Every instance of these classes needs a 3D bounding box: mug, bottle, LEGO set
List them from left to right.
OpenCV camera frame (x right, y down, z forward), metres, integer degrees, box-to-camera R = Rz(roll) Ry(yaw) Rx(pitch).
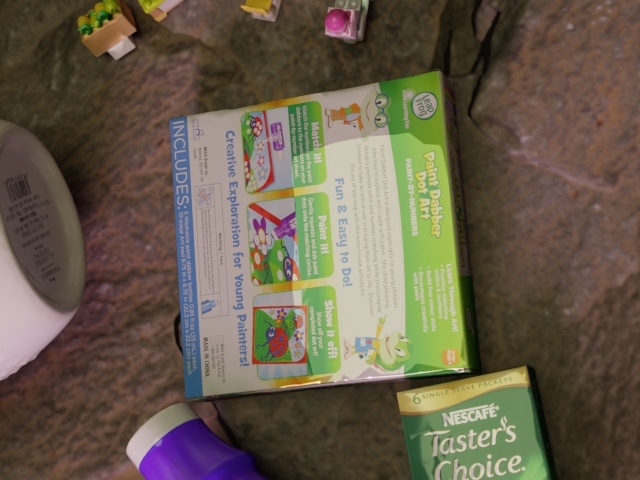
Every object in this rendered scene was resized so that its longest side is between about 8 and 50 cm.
[{"bbox_3d":[-0.392,0.025,1.099,0.328,0.374,0.276,-16,85,11],"label":"mug"},{"bbox_3d":[-0.098,-0.239,1.179,0.286,0.107,0.132,0,81,19],"label":"LEGO set"},{"bbox_3d":[-0.045,0.252,1.073,0.092,0.118,0.283,-46,69,10],"label":"bottle"}]

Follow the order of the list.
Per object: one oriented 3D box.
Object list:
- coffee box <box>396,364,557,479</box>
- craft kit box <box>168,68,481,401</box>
[{"bbox_3d":[0.130,0.197,1.061,0.113,0.040,0.184,-12,77,17],"label":"coffee box"},{"bbox_3d":[0.000,0.000,1.134,0.246,0.061,0.250,-8,78,20],"label":"craft kit box"}]
